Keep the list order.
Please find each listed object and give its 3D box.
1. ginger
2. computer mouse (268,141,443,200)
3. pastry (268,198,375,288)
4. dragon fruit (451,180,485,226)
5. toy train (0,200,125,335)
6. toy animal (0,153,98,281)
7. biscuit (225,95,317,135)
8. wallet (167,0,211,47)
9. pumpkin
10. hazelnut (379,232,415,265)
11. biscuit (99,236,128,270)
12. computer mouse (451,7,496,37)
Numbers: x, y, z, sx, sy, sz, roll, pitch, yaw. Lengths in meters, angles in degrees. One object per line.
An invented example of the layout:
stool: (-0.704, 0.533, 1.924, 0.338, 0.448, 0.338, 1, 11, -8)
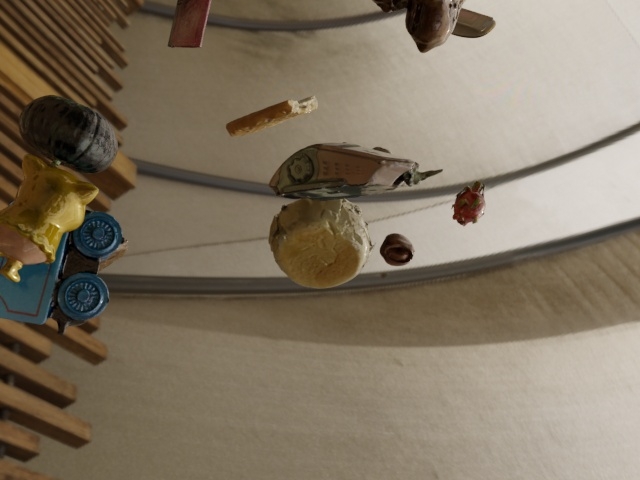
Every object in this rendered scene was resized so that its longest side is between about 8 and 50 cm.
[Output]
ginger: (0.217, -0.570, 1.099, 0.254, 0.418, 0.176, 47, -134, 15)
computer mouse: (0.061, -0.153, 1.299, 0.388, 0.199, 0.115, -5, -91, 26)
pastry: (0.002, 0.001, 1.538, 0.264, 0.265, 0.133, -20, -139, 22)
dragon fruit: (0.387, -0.096, 1.602, 0.116, 0.086, 0.081, -52, -151, -18)
toy train: (-0.596, 0.052, 1.386, 0.188, 0.265, 0.301, 164, -63, -65)
toy animal: (-0.536, -0.038, 1.162, 0.156, 0.156, 0.230, 6, -118, 39)
biscuit: (-0.117, -0.286, 1.451, 0.204, 0.040, 0.309, -17, -169, 14)
wallet: (-0.318, -0.601, 1.570, 0.119, 0.025, 0.232, 14, -88, 36)
pumpkin: (-0.529, -0.217, 1.309, 0.202, 0.202, 0.140, 12, -102, 42)
hazelnut: (0.179, 0.023, 1.445, 0.086, 0.086, 0.086, -20, -134, 22)
biscuit: (-0.639, 0.061, 1.636, 0.295, 0.075, 0.296, -30, -178, 1)
computer mouse: (0.424, -0.654, 1.860, 0.199, 0.045, 0.102, 28, -118, 24)
